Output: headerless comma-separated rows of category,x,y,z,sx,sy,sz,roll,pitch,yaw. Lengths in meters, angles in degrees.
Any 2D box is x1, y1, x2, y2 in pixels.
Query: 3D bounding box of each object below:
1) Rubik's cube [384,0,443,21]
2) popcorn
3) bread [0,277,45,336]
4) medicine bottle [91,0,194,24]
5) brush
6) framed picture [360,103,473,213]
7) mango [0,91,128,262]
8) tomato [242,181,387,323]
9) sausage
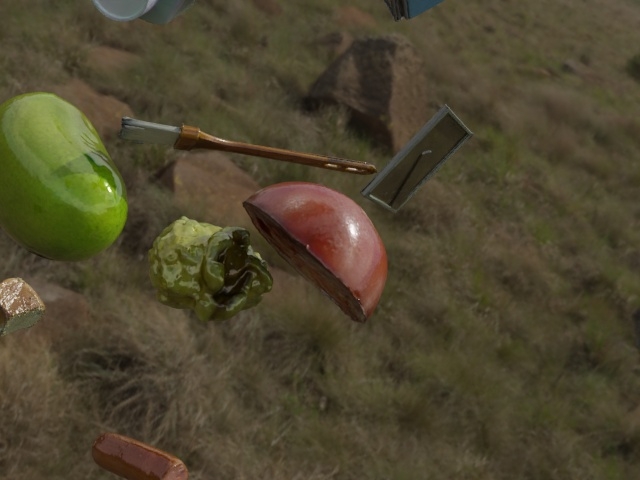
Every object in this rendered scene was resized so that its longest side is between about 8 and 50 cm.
Rubik's cube,0.111,-0.370,0.693,0.221,0.231,0.224,63,7,10
popcorn,-0.220,0.053,1.558,0.256,0.195,0.255,23,-1,-44
bread,-0.506,0.108,1.309,0.076,0.083,0.070,-22,74,-46
medicine bottle,-0.140,-0.216,0.643,0.074,0.055,0.118,40,29,-10
brush,-0.079,-0.108,0.951,0.314,0.017,0.090,8,-6,-15
framed picture,0.124,-0.098,1.007,0.011,0.149,0.109,50,12,26
mango,-0.338,-0.070,0.995,0.149,0.185,0.273,-7,44,-38
tomato,0.012,-0.004,1.450,0.338,0.144,0.338,41,-11,10
sausage,-0.198,0.238,0.857,0.131,0.039,0.041,7,51,38
